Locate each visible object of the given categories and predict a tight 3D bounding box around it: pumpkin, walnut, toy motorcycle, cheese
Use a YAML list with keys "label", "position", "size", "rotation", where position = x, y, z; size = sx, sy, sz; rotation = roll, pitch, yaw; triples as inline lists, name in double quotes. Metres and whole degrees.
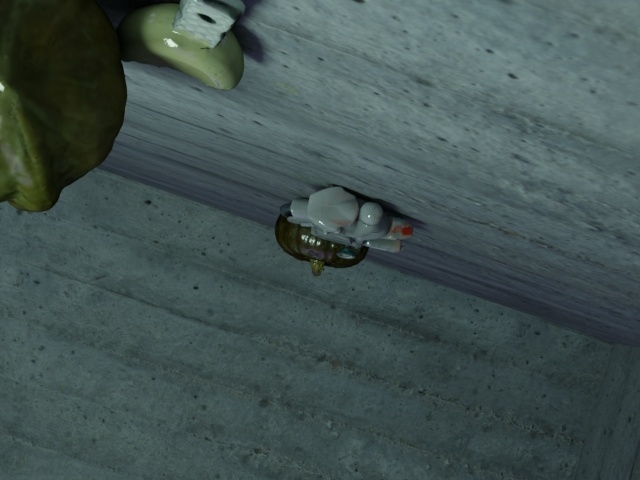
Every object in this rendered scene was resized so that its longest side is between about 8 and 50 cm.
- label: "pumpkin"
  position: [0.000, 0.000, 1.703]
  size: [0.218, 0.163, 0.219]
  rotation: [14, 177, 1]
- label: "walnut"
  position: [-0.304, -0.150, 0.701]
  size: [0.227, 0.283, 0.283]
  rotation: [-26, -166, -21]
- label: "toy motorcycle"
  position: [0.061, -0.036, 1.415]
  size: [0.260, 0.110, 0.171]
  rotation: [15, 166, -26]
- label: "cheese"
  position: [-0.114, -0.181, 0.664]
  size: [0.127, 0.050, 0.235]
  rotation: [22, 174, -16]
